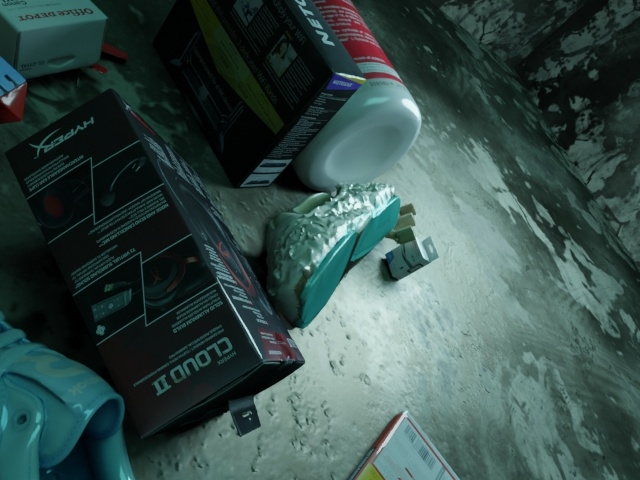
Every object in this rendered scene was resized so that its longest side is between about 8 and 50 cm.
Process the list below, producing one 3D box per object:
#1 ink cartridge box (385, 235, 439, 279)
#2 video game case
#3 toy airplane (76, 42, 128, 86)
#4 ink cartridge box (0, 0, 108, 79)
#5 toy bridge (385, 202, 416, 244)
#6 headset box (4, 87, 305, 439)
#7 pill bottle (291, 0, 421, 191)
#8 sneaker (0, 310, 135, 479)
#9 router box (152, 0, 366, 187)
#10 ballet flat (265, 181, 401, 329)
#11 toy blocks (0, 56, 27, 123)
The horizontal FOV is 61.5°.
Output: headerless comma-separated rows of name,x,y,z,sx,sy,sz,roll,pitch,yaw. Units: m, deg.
ink cartridge box,0.159,0.027,0.938,0.028,0.083,0.048,27,38,-47
video game case,0.099,0.353,0.612,0.204,0.025,0.285,53,35,6
toy airplane,-0.338,-0.274,0.749,0.151,0.028,0.151,27,40,-25
ink cartridge box,-0.373,-0.293,0.664,0.175,0.072,0.127,44,41,6
toy bridge,0.142,-0.029,0.987,0.188,0.063,0.026,-59,128,-70
headset box,-0.129,0.043,0.506,0.293,0.110,0.218,58,-1,14
pill bottle,-0.010,-0.309,0.959,0.229,0.229,0.408,1,56,-46
sneaker,-0.213,0.111,0.376,0.366,0.150,0.135,57,8,4
router box,-0.107,-0.273,0.809,0.081,0.243,0.309,-11,66,-51
ballet flat,0.000,0.000,0.776,0.147,0.147,0.409,49,29,2
toy blocks,-0.425,-0.128,0.414,0.261,0.191,0.381,47,32,-21
